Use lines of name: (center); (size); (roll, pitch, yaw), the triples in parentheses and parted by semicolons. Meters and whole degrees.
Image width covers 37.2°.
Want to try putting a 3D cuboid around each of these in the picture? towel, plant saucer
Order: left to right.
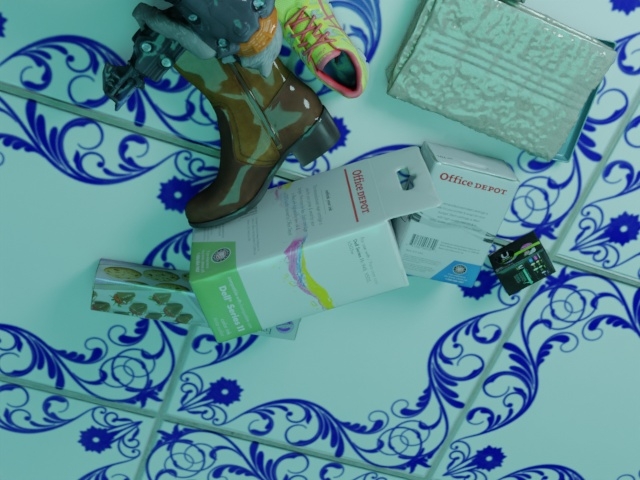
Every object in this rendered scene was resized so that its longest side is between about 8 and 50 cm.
towel: (0.247, -0.239, 1.334); (0.282, 0.049, 0.187); (22, 117, -10)
plant saucer: (0.363, -0.207, 1.385); (0.067, 0.018, 0.192); (11, 119, -10)

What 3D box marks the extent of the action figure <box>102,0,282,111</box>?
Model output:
action figure: (-0.191, -0.281, 1.155); (0.330, 0.178, 0.341); (23, 115, -34)

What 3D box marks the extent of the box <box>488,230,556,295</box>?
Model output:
box: (0.315, 0.036, 1.490); (0.083, 0.062, 0.052); (-30, 116, 12)

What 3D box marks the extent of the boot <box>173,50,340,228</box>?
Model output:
boot: (-0.149, -0.180, 1.319); (0.264, 0.096, 0.280); (-33, 115, 14)

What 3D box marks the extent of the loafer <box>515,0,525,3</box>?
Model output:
loafer: (0.263, -0.382, 1.270); (0.039, 0.045, 0.125); (8, 113, 11)

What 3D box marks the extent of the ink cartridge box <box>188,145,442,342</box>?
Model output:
ink cartridge box: (0.000, 0.000, 1.364); (0.354, 0.207, 0.119); (-17, 120, 5)

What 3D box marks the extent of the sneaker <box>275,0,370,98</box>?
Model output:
sneaker: (-0.003, -0.271, 1.279); (0.081, 0.094, 0.208); (-40, 113, 19)

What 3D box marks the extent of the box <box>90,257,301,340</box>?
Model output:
box: (-0.191, 0.092, 1.485); (0.324, 0.067, 0.063); (10, 118, -8)

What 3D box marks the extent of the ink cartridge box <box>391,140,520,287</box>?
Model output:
ink cartridge box: (0.192, -0.037, 1.426); (0.140, 0.082, 0.190); (12, 116, -15)
